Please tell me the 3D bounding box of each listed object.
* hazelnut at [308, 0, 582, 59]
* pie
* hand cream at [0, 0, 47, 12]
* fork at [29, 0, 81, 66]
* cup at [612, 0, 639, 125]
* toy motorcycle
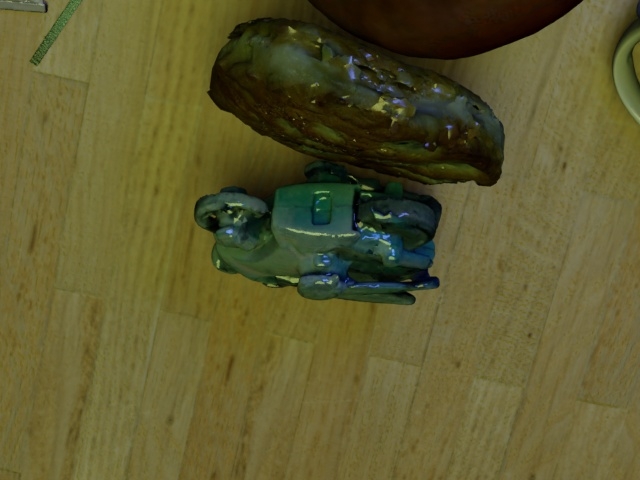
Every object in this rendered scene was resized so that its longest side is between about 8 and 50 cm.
[{"bbox_3d":[0.129,-0.375,1.533,0.409,0.359,0.359,-44,104,6],"label":"hazelnut"},{"bbox_3d":[0.031,-0.133,1.644,0.288,0.355,0.103,22,83,-27],"label":"pie"},{"bbox_3d":[-0.336,-0.361,1.707,0.084,0.050,0.257,0,114,-1],"label":"hand cream"},{"bbox_3d":[-0.246,-0.277,1.747,0.039,0.021,0.235,35,108,-7],"label":"fork"},{"bbox_3d":[0.478,-0.156,1.674,0.323,0.237,0.327,-25,111,42],"label":"cup"},{"bbox_3d":[0.000,0.000,1.757,0.260,0.206,0.154,2,69,4],"label":"toy motorcycle"}]
